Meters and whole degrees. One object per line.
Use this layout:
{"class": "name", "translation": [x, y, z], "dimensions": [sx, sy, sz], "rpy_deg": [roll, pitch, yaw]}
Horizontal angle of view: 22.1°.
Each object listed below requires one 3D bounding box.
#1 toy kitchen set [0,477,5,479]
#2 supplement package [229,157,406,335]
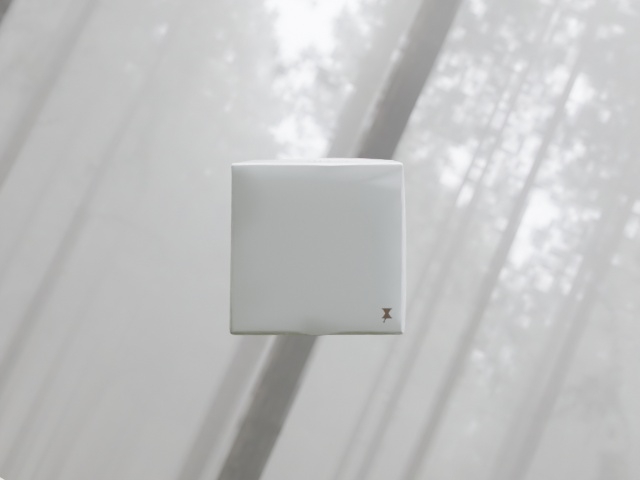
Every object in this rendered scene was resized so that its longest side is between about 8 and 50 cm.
{"class": "toy kitchen set", "translation": [-0.343, 0.360, 1.687], "dimensions": [0.122, 0.166, 0.207], "rpy_deg": [32, 13, -6]}
{"class": "supplement package", "translation": [0.000, 0.000, 1.746], "dimensions": [0.177, 0.175, 0.293], "rpy_deg": [0, 3, 1]}
